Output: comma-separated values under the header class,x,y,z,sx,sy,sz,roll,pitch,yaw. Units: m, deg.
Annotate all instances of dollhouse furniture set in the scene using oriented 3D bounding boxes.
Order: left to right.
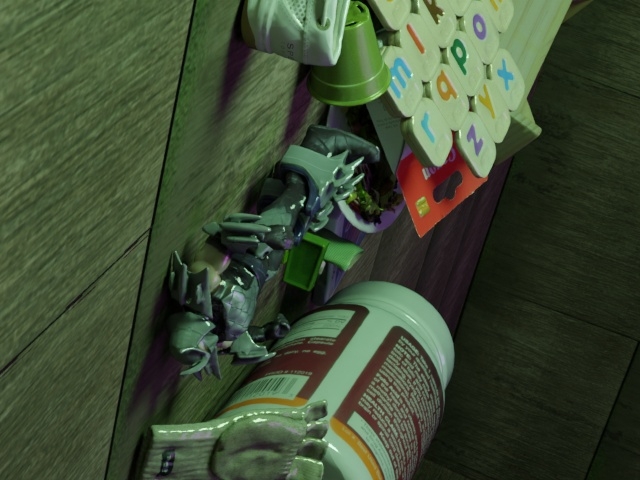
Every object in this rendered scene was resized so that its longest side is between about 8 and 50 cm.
class,x,y,z,sx,sy,sz,roll,pitch,yaw
dollhouse furniture set,0.000,0.000,1.559,0.152,0.076,0.058,-43,153,-64

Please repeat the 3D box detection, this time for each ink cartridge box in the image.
class,x,y,z,sx,sy,sz,roll,pitch,yaw
ink cartridge box,0.130,-0.142,1.582,0.181,0.056,0.224,-38,109,-48

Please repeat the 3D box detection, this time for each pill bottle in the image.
class,x,y,z,sx,sy,sz,roll,pitch,yaw
pill bottle,0.016,0.209,1.646,0.392,0.224,0.224,-48,157,-60

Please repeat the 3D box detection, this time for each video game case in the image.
class,x,y,z,sx,sy,sz,roll,pitch,yaw
video game case,0.045,-0.039,1.835,0.183,0.023,0.201,98,18,-51

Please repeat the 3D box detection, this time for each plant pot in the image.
class,x,y,z,sx,sy,sz,roll,pitch,yaw
plant pot,0.024,-0.183,1.354,0.079,0.083,0.083,82,29,-44

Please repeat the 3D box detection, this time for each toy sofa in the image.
class,x,y,z,sx,sy,sz,roll,pitch,yaw
toy sofa,0.316,-0.322,2.355,0.362,0.177,0.150,-63,-168,-27

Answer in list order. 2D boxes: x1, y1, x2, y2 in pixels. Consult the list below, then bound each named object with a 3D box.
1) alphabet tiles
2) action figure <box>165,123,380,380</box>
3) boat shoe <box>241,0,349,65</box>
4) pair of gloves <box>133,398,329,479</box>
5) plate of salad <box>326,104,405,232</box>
class,x,y,z,sx,sy,sz,roll,pitch,yaw
alphabet tiles,0.136,-0.218,1.548,0.278,0.021,0.284,55,46,-31
action figure,-0.055,0.015,1.284,0.285,0.099,0.185,-56,169,-36
boat shoe,0.028,-0.271,1.130,0.098,0.096,0.277,-12,123,-76
pair of gloves,-0.094,0.260,1.402,0.042,0.204,0.240,-124,-143,-50
plate of salad,0.068,-0.108,1.585,0.200,0.048,0.200,-6,97,-58
